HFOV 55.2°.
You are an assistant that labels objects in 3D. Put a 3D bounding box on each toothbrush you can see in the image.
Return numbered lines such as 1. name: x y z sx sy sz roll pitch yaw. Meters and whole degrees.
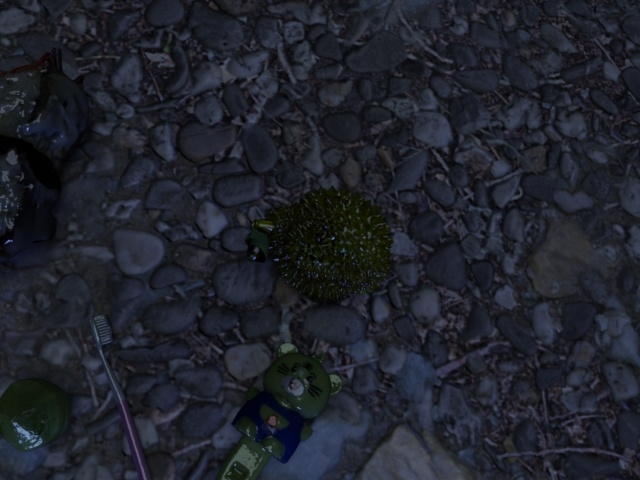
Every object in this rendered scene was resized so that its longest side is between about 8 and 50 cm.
1. toothbrush: -0.254 0.231 0.805 0.025 0.020 0.287 -16 76 -22

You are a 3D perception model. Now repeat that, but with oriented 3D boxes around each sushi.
1. sushi: -0.409 -0.105 0.831 0.129 0.124 0.333 6 72 2

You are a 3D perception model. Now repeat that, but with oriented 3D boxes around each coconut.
1. coconut: -0.354 0.213 0.753 0.087 0.096 0.088 -1 79 5

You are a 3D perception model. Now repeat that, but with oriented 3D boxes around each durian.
1. durian: 0.008 0.004 0.863 0.198 0.159 0.146 3 57 25

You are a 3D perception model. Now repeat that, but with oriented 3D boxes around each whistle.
1. whistle: -0.063 0.237 0.805 0.105 0.085 0.227 34 69 11
